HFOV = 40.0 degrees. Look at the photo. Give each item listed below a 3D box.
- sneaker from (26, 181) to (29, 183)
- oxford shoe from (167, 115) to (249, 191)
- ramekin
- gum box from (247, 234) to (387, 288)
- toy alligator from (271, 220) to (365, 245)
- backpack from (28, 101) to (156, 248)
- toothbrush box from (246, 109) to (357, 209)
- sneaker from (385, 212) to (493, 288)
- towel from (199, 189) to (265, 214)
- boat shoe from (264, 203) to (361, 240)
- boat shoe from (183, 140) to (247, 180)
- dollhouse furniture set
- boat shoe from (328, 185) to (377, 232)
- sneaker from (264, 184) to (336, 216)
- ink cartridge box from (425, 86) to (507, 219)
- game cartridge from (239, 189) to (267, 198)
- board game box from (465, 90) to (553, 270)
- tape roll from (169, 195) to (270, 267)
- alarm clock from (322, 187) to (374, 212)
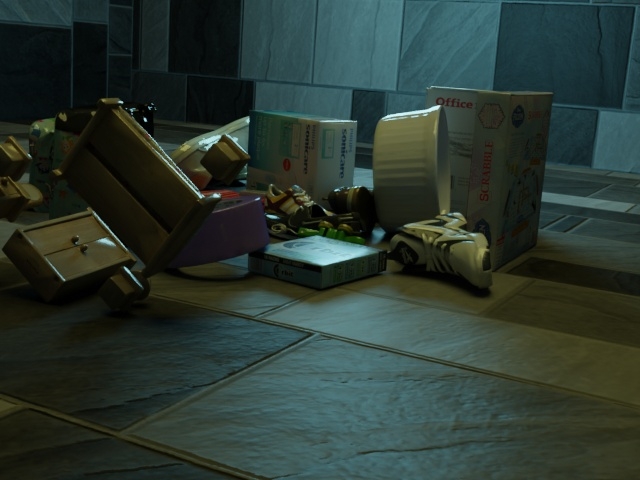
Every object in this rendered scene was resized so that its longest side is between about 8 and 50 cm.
[{"bbox_3d":[-0.517,-0.150,1.935,0.293,0.146,0.102,-7,16,-43],"label":"sneaker"},{"bbox_3d":[-0.253,-0.223,2.300,0.169,0.130,0.449,-35,3,32],"label":"oxford shoe"},{"bbox_3d":[0.194,-0.140,1.839,0.135,0.277,0.277,-2,10,14],"label":"ramekin"},{"bbox_3d":[-0.003,0.033,1.475,0.156,0.041,0.184,11,15,36],"label":"gum box"},{"bbox_3d":[0.000,0.000,1.630,0.189,0.056,0.051,8,-30,26],"label":"toy alligator"},{"bbox_3d":[-0.387,-0.106,1.516,0.191,0.254,0.225,2,14,13],"label":"backpack"},{"bbox_3d":[-0.052,-0.204,2.181,0.126,0.217,0.295,-7,17,-39],"label":"toothbrush box"},{"bbox_3d":[0.192,0.026,1.483,0.152,0.094,0.235,-12,29,-4],"label":"sneaker"},{"bbox_3d":[-0.206,-0.089,2.032,0.198,0.031,0.274,-7,15,-44],"label":"towel"},{"bbox_3d":[-0.019,-0.036,1.722,0.233,0.079,0.084,11,15,37],"label":"boat shoe"},{"bbox_3d":[-0.301,-0.224,2.479,0.109,0.098,0.302,-6,15,-39],"label":"boat shoe"},{"bbox_3d":[-0.277,-0.096,1.218,0.303,0.355,0.174,46,23,8],"label":"dollhouse furniture set"},{"bbox_3d":[0.068,-0.069,1.782,0.073,0.080,0.223,12,-6,15],"label":"boat shoe"},{"bbox_3d":[-0.041,-0.073,1.870,0.185,0.084,0.069,9,13,27],"label":"sneaker"},{"bbox_3d":[0.352,-0.193,2.024,0.223,0.308,0.129,8,13,20],"label":"ink cartridge box"},{"bbox_3d":[-0.142,-0.106,2.023,0.083,0.017,0.056,6,5,11],"label":"game cartridge"},{"bbox_3d":[0.364,-0.126,1.686,0.065,0.318,0.318,9,12,26],"label":"board game box"},{"bbox_3d":[-0.182,-0.016,1.454,0.188,0.080,0.189,-12,8,2],"label":"tape roll"},{"bbox_3d":[0.110,-0.081,2.009,0.192,0.064,0.129,7,12,24],"label":"alarm clock"}]
